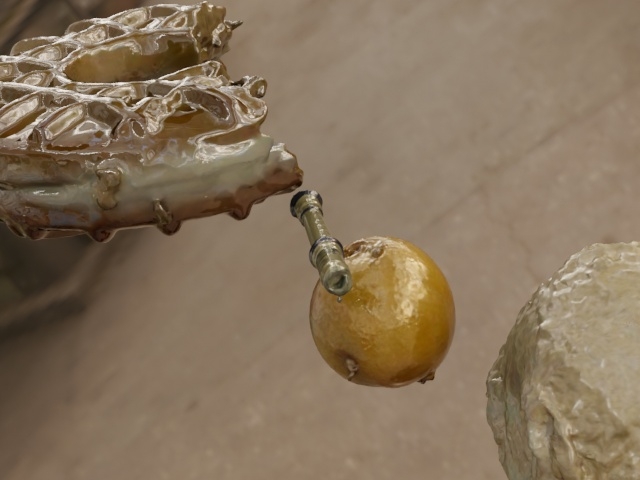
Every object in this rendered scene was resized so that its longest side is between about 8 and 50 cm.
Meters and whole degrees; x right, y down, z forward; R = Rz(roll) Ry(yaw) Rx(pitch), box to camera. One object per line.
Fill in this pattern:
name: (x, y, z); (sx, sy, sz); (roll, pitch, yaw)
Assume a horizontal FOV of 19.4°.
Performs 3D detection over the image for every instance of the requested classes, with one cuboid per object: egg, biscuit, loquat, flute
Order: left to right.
biscuit: (-0.170, -0.095, 1.509); (0.268, 0.115, 0.366); (-13, 21, -6)
flute: (0.000, 0.000, 1.310); (0.027, 0.027, 0.233); (-37, 14, 4)
loquat: (0.056, 0.065, 1.693); (0.141, 0.141, 0.141); (-33, 21, 15)
egg: (0.280, 0.152, 1.619); (0.279, 0.310, 0.279); (-14, -8, -2)
